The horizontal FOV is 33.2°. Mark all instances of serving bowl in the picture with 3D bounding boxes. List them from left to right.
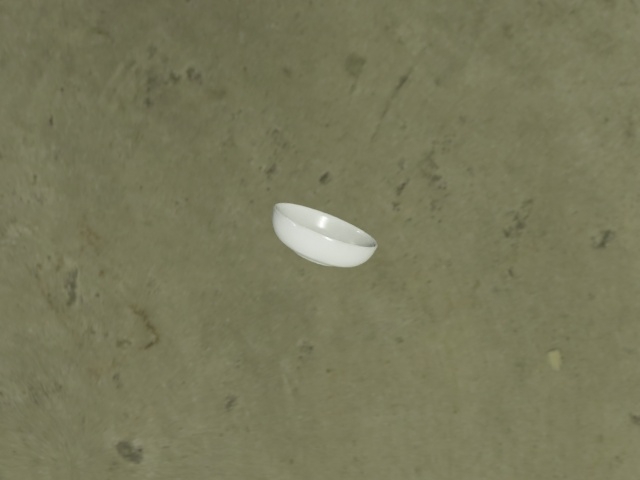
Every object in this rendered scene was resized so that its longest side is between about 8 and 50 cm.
[{"bbox_3d":[0.000,0.000,0.810,0.083,0.083,0.027,19,103,-9],"label":"serving bowl"}]
